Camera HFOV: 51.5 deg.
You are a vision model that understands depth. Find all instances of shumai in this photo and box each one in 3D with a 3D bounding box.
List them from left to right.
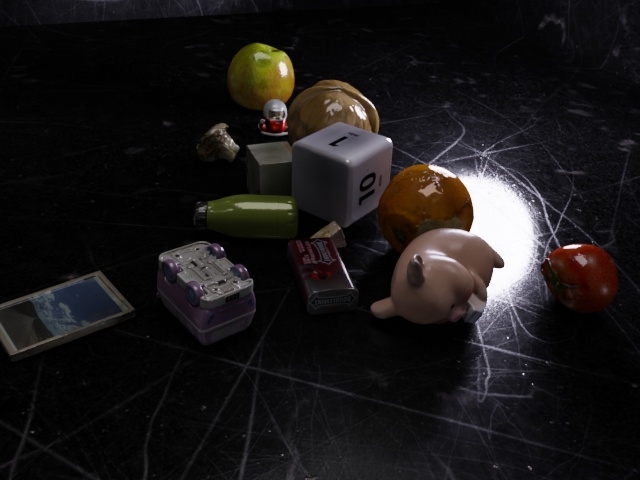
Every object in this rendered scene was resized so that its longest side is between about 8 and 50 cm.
[{"bbox_3d":[-0.307,-0.281,2.019,0.116,0.145,0.145,45,36,-7],"label":"shumai"}]

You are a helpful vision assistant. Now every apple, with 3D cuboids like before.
[{"bbox_3d":[-0.215,-0.595,2.404,0.246,0.226,0.246,5,31,-3],"label":"apple"}]

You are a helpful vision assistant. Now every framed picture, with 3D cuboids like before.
[{"bbox_3d":[-0.542,0.152,1.383,0.259,0.023,0.189,-21,38,-33],"label":"framed picture"}]

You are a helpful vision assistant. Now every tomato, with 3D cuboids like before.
[{"bbox_3d":[0.599,0.084,1.512,0.167,0.167,0.167,3,32,-2],"label":"tomato"}]

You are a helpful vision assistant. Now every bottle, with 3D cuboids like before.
[{"bbox_3d":[-0.188,-0.061,1.675,0.260,0.112,0.112,1,33,-5],"label":"bottle"}]

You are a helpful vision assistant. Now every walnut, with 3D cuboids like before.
[{"bbox_3d":[0.035,-0.342,2.010,0.285,0.285,0.296,5,39,1],"label":"walnut"}]

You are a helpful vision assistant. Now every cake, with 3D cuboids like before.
[{"bbox_3d":[0.000,0.000,1.660,0.121,0.065,0.052,-17,35,-19],"label":"cake"}]

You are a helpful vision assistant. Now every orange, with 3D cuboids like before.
[{"bbox_3d":[0.258,-0.068,1.634,0.239,0.240,0.240,3,32,-2],"label":"orange"}]

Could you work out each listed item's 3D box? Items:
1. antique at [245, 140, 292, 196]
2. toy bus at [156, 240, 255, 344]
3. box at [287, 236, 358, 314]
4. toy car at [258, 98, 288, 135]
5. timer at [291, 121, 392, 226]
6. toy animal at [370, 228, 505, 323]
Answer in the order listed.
[{"bbox_3d":[-0.122,-0.177,1.829,0.147,0.152,0.147,-10,34,-18],"label":"antique"},{"bbox_3d":[-0.243,0.104,1.380,0.142,0.142,0.202,-21,41,-35],"label":"toy bus"},{"bbox_3d":[0.001,0.077,1.528,0.120,0.069,0.224,-4,32,-13],"label":"box"},{"bbox_3d":[-0.156,-0.424,2.247,0.112,0.112,0.139,-3,34,-12],"label":"toy car"},{"bbox_3d":[0.055,-0.177,1.743,0.194,0.193,0.195,24,38,30],"label":"timer"},{"bbox_3d":[0.263,0.092,1.446,0.212,0.195,0.256,35,39,4],"label":"toy animal"}]
